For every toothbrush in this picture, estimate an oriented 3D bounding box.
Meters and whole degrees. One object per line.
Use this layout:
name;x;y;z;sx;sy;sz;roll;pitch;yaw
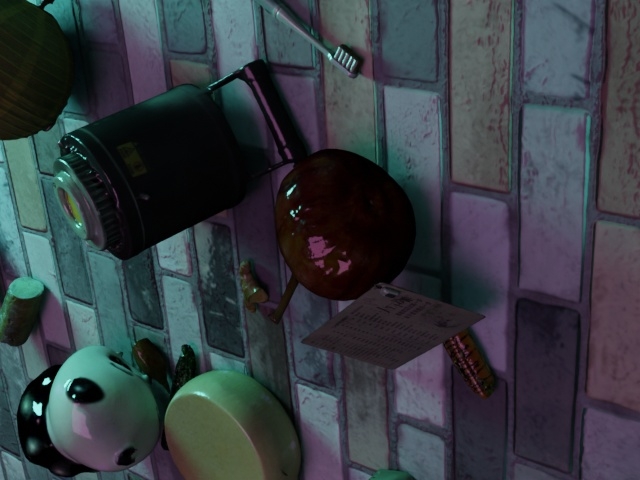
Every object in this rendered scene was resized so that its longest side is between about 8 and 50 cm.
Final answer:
toothbrush;-0.072;-0.334;1.298;0.342;0.025;0.030;41;128;16

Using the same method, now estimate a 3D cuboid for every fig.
fig;0.015;-0.007;1.299;0.203;0.186;0.249;64;154;7

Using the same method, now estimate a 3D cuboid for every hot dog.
hot dog;0.204;0.167;1.316;0.049;0.037;0.122;-30;89;48

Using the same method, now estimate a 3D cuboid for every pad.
pad;0.092;0.127;1.301;0.160;0.009;0.265;18;151;-17

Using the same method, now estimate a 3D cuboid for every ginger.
ginger;-0.112;0.081;1.539;0.048;0.030;0.097;14;122;36

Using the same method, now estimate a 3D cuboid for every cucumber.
cucumber;-0.264;0.297;1.768;0.044;0.043;0.256;18;123;4

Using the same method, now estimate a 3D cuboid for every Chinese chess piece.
Chinese chess piece;-0.157;0.360;1.672;0.273;0.102;0.273;19;122;34

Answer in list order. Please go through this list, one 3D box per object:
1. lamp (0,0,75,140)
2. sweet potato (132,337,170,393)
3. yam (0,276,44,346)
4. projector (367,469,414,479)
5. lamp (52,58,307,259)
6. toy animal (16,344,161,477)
lamp;-0.514;-0.305;1.547;0.250;0.250;0.284;40;99;18
sweet potato;-0.315;0.239;1.779;0.049;0.049;0.117;-31;90;44
yam;-0.633;0.149;1.979;0.078;0.078;0.179;44;133;14
projector;0.105;0.423;1.497;0.083;0.082;0.083;-8;106;43
lamp;-0.250;-0.101;1.394;0.374;0.272;0.205;-19;100;43
toy animal;-0.435;0.338;1.799;0.310;0.251;0.251;-24;95;56
